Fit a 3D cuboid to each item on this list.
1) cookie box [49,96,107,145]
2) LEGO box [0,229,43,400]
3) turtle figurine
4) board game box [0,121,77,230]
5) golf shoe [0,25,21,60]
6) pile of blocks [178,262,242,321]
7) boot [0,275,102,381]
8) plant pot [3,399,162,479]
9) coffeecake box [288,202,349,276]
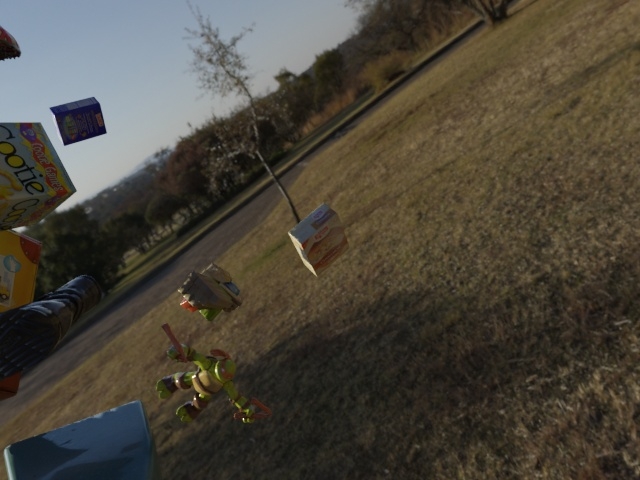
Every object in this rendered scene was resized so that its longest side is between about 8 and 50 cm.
[{"bbox_3d":[-0.588,-0.290,1.195,0.107,0.040,0.092,-26,-33,-30],"label":"cookie box"},{"bbox_3d":[-0.828,0.090,0.921,0.193,0.500,0.373,-22,56,18],"label":"LEGO box"},{"bbox_3d":[-0.232,0.266,0.958,0.217,0.269,0.087,-35,19,36],"label":"turtle figurine"},{"bbox_3d":[-0.569,-0.090,0.775,0.144,0.142,0.275,-28,1,27],"label":"board game box"},{"bbox_3d":[-0.531,-0.335,0.757,0.067,0.086,0.186,-11,3,-1],"label":"golf shoe"},{"bbox_3d":[-0.307,0.161,1.373,0.113,0.149,0.362,-48,3,0],"label":"pile of blocks"},{"bbox_3d":[-0.543,0.181,0.815,0.338,0.118,0.223,-21,11,-2],"label":"boot"},{"bbox_3d":[-0.383,0.471,0.847,0.247,0.247,0.252,-13,10,-30],"label":"plant pot"},{"bbox_3d":[0.000,0.000,1.471,0.142,0.185,0.068,-40,55,-12],"label":"coffeecake box"}]
